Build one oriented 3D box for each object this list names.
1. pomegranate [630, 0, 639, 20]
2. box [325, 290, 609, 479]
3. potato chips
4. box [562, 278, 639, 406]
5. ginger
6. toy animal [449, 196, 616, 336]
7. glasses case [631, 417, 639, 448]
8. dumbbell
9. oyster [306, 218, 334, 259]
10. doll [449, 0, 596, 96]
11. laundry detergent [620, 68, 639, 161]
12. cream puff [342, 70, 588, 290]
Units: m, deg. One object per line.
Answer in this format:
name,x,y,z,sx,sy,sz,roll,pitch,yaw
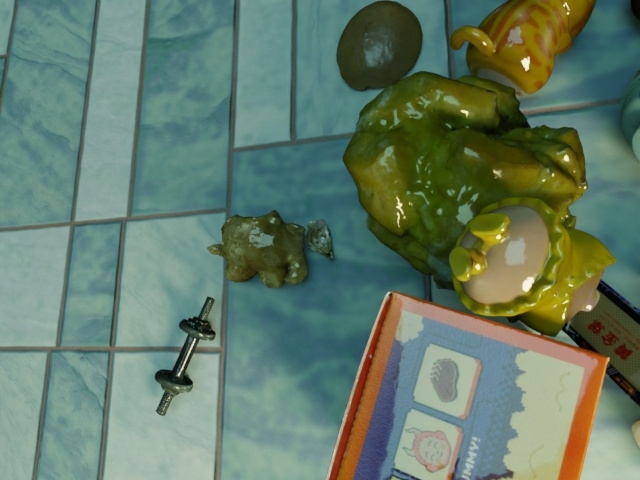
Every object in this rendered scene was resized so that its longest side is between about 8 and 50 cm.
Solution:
pomegranate,0.618,-0.441,0.786,0.130,0.130,0.131,-3,77,16
box,0.184,0.266,0.640,0.256,0.348,0.319,14,84,19
potato chips,0.118,-0.427,0.962,0.208,0.062,0.195,-46,72,1
box,0.428,0.164,0.582,0.084,0.198,0.310,-48,40,16
ginger,-0.130,0.016,0.919,0.215,0.102,0.157,1,102,14
toy animal,0.237,0.031,0.528,0.156,0.229,0.156,-22,59,41
glasses case,0.606,0.246,0.575,0.336,0.076,0.144,-38,57,28
dumbbell,-0.277,0.235,0.925,0.081,0.081,0.254,21,85,19
oyster,-0.003,0.001,0.921,0.051,0.034,0.093,-7,64,-1
doll,0.386,-0.395,0.827,0.166,0.162,0.270,36,79,35
laundry detergent,0.635,-0.225,0.646,0.287,0.287,0.305,41,91,20
cream puff,0.243,-0.108,0.699,0.275,0.377,0.379,-25,68,48
